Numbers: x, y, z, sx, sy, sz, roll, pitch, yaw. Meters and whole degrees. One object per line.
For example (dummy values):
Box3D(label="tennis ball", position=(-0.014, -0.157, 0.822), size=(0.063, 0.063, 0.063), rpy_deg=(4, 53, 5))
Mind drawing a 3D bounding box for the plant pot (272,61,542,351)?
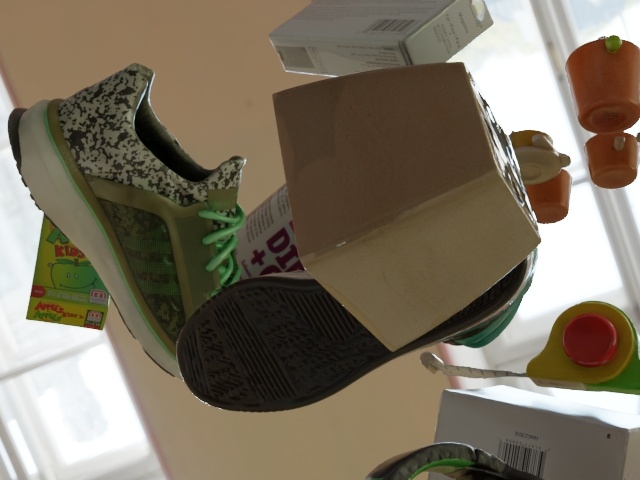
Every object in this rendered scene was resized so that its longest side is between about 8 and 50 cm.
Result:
Box3D(label="plant pot", position=(0.049, -0.025, 0.535), size=(0.096, 0.109, 0.109), rpy_deg=(-22, 143, 18))

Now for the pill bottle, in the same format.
Box3D(label="pill bottle", position=(0.000, 0.000, 1.266), size=(0.283, 0.160, 0.160), rpy_deg=(-39, 180, 26))

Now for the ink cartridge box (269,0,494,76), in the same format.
Box3D(label="ink cartridge box", position=(0.103, -0.281, 1.270), size=(0.239, 0.060, 0.275), rpy_deg=(-39, -151, -21))

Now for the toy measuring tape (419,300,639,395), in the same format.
Box3D(label="toy measuring tape", position=(0.298, 0.133, 1.402), size=(0.330, 0.121, 0.121), rpy_deg=(3, -162, 25))

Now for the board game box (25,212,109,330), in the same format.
Box3D(label="board game box", position=(-0.304, 0.024, 1.315), size=(0.092, 0.043, 0.181), rpy_deg=(10, -137, -15))

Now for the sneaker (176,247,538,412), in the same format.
Box3D(label="sneaker", position=(0.044, 0.048, 0.849), size=(0.295, 0.124, 0.178), rpy_deg=(-21, 171, 23))

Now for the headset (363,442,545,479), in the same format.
Box3D(label="headset", position=(0.198, 0.331, 0.975), size=(0.185, 0.394, 0.243), rpy_deg=(-29, -140, 45))

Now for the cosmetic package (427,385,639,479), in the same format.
Box3D(label="cosmetic package", position=(0.279, 0.266, 1.299), size=(0.224, 0.138, 0.224), rpy_deg=(9, 180, 29))

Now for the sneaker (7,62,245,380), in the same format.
Box3D(label="sneaker", position=(-0.136, -0.006, 1.101), size=(0.182, 0.410, 0.158), rpy_deg=(-32, -163, 17))

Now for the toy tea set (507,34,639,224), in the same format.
Box3D(label="toy tea set", position=(0.342, -0.148, 1.389), size=(0.200, 0.124, 0.336), rpy_deg=(19, 148, -27))
